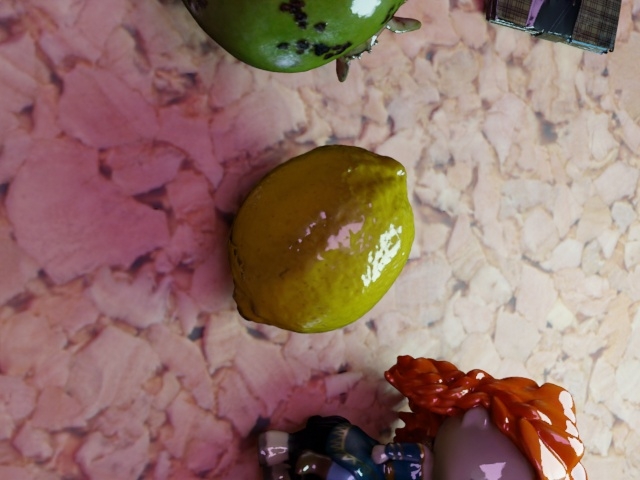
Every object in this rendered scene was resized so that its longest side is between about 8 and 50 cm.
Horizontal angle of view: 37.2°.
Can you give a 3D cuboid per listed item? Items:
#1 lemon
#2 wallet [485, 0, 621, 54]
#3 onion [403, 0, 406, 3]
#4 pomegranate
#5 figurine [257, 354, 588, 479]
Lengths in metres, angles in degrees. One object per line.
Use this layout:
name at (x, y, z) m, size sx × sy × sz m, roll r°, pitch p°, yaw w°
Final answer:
lemon at (0.000, 0.000, 1.117) m, size 0.260 × 0.204 × 0.204 m, roll -44°, pitch 116°, yaw 3°
wallet at (0.336, -0.346, 1.352) m, size 0.230 × 0.042 × 0.124 m, roll 6°, pitch 91°, yaw -31°
onion at (0.166, -0.447, 1.180) m, size 0.267 × 0.159 × 0.349 m, roll 16°, pitch 87°, yaw -27°
pomegranate at (-0.009, -0.293, 1.042) m, size 0.291 × 0.291 × 0.323 m, roll -39°, pitch 122°, yaw -20°
figurine at (0.116, 0.291, 1.158) m, size 0.412 × 0.306 × 0.241 m, roll -19°, pitch 114°, yaw -24°
